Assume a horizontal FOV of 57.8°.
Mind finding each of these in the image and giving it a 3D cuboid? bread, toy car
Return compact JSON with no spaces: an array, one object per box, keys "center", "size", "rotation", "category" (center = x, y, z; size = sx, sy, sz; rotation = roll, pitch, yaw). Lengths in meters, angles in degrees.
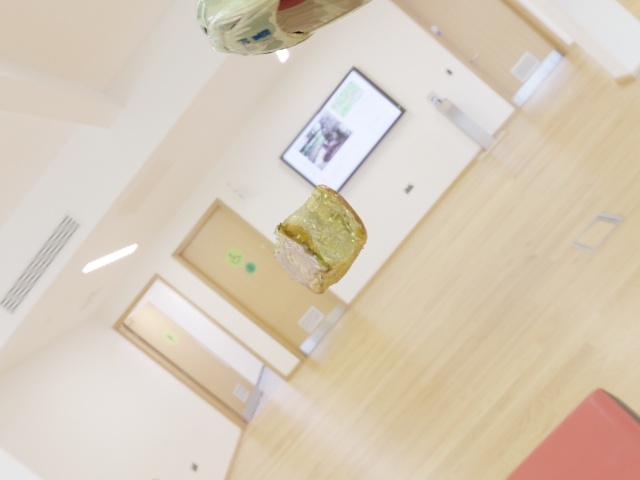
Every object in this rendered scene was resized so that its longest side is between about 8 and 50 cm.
[{"center":[0.002,0.000,0.552],"size":[0.077,0.070,0.083],"rotation":[-45,-10,-25],"category":"bread"},{"center":[0.021,-0.167,0.313],"size":[0.205,0.056,0.095],"rotation":[-38,-4,11],"category":"toy car"}]
